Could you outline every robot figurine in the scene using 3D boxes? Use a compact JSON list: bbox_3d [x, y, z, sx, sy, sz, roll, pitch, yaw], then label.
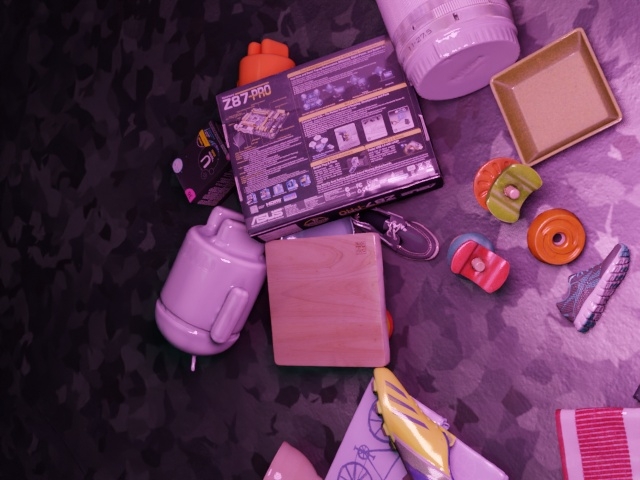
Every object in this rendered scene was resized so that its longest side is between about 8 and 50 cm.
[{"bbox_3d":[-0.240,0.105,1.787,0.354,0.199,0.300,-65,29,13],"label":"robot figurine"},{"bbox_3d":[-0.118,-0.327,1.780,0.158,0.128,0.220,2,87,4],"label":"robot figurine"}]

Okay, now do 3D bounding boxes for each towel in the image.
[{"bbox_3d":[0.547,0.385,1.289,0.329,0.037,0.237,-8,88,35],"label":"towel"}]

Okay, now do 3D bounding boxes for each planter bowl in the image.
[{"bbox_3d":[-0.062,0.512,1.669,0.109,0.162,0.162,25,102,6],"label":"planter bowl"}]

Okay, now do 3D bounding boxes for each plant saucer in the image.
[{"bbox_3d":[0.000,0.000,1.724,0.195,0.037,0.195,-2,86,35],"label":"plant saucer"},{"bbox_3d":[0.420,-0.249,1.441,0.188,0.045,0.188,-28,71,30],"label":"plant saucer"}]

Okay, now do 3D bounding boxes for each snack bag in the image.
[{"bbox_3d":[0.169,0.478,1.566,0.342,0.037,0.323,31,105,33],"label":"snack bag"}]

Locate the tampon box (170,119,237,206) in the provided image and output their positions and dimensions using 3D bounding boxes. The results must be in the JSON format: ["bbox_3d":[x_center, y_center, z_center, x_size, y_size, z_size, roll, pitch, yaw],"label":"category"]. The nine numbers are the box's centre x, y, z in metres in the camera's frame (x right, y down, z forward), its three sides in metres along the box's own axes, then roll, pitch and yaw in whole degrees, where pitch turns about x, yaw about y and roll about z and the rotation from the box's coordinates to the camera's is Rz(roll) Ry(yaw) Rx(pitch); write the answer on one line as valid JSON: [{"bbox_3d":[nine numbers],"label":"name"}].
[{"bbox_3d":[-0.245,-0.177,1.873,0.161,0.101,0.120,-43,63,25],"label":"tampon box"}]

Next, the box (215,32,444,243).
[{"bbox_3d":[0.013,-0.202,1.615,0.394,0.097,0.318,-18,76,10],"label":"box"}]

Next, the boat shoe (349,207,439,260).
[{"bbox_3d":[0.139,-0.018,1.609,0.206,0.065,0.075,31,104,33],"label":"boat shoe"}]

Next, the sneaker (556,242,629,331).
[{"bbox_3d":[0.460,0.071,1.379,0.076,0.065,0.166,38,106,36],"label":"sneaker"}]

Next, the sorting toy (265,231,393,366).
[{"bbox_3d":[0.026,0.118,1.626,0.257,0.089,0.256,-4,91,32],"label":"sorting toy"}]

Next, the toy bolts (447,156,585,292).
[{"bbox_3d":[0.332,-0.014,1.463,0.218,0.158,0.228,36,99,-10],"label":"toy bolts"}]

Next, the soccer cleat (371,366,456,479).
[{"bbox_3d":[0.183,0.360,1.504,0.121,0.093,0.289,-24,66,1],"label":"soccer cleat"}]

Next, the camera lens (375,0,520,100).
[{"bbox_3d":[0.224,-0.426,1.489,0.219,0.219,0.274,-28,71,30],"label":"camera lens"}]

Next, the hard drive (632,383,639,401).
[{"bbox_3d":[0.579,0.221,1.303,0.094,0.022,0.135,33,105,32],"label":"hard drive"}]
